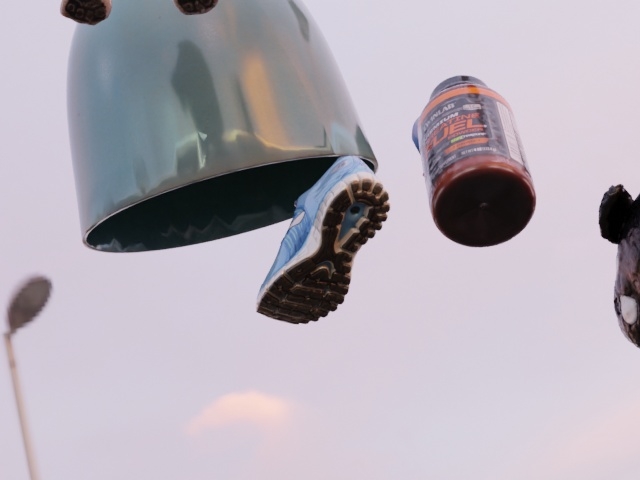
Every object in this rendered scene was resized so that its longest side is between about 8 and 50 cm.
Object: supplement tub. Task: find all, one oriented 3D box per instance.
[{"bbox_3d":[0.153,-0.089,1.314,0.106,0.198,0.106,-2,-53,-2],"label":"supplement tub"}]

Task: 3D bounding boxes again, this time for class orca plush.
[{"bbox_3d":[0.313,-0.023,0.965,0.151,0.102,0.287,30,-70,-16],"label":"orca plush"}]

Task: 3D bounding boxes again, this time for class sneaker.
[{"bbox_3d":[0.000,0.000,1.038,0.063,0.073,0.162,22,-61,-26],"label":"sneaker"}]

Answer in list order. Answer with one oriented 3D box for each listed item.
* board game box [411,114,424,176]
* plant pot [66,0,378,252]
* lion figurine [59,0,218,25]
[{"bbox_3d":[0.149,-0.062,1.428,0.033,0.168,0.133,-38,-17,33],"label":"board game box"},{"bbox_3d":[-0.114,-0.142,1.265,0.293,0.235,0.293,-14,-10,-3],"label":"plant pot"},{"bbox_3d":[-0.154,-0.295,0.835,0.142,0.240,0.392,-10,-36,1],"label":"lion figurine"}]
